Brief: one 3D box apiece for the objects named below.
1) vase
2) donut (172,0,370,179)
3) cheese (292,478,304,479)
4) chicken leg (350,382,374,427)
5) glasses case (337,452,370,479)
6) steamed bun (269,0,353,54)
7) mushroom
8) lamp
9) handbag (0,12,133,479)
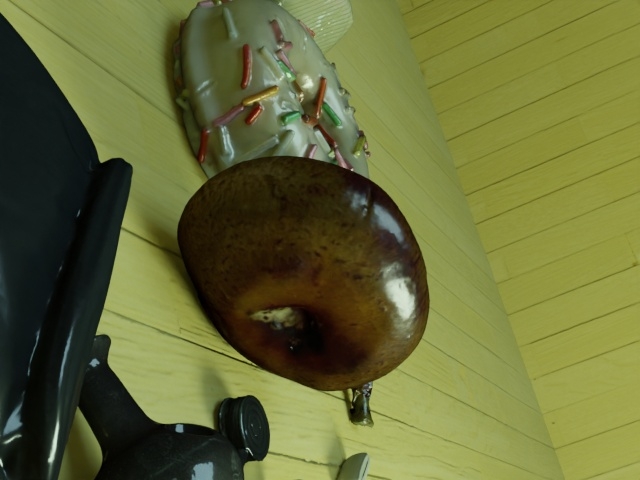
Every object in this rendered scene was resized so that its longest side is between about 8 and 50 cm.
[{"bbox_3d":[-0.138,0.153,0.735,0.183,0.120,0.120,52,14,14],"label":"vase"},{"bbox_3d":[-0.050,-0.158,1.328,0.382,0.142,0.382,54,21,-32],"label":"donut"},{"bbox_3d":[0.027,0.320,0.922,0.249,0.163,0.070,-90,-175,-56],"label":"cheese"},{"bbox_3d":[0.049,0.164,1.348,0.093,0.070,0.178,93,-5,-69],"label":"chicken leg"},{"bbox_3d":[0.040,0.282,1.212,0.083,0.032,0.021,-53,121,-71],"label":"glasses case"},{"bbox_3d":[-0.061,-0.372,1.556,0.152,0.170,0.239,48,8,21],"label":"steamed bun"},{"bbox_3d":[-0.011,0.010,1.026,0.267,0.267,0.254,41,49,-55],"label":"mushroom"},{"bbox_3d":[-0.047,0.257,0.847,0.371,0.108,0.130,-70,138,-67],"label":"lamp"},{"bbox_3d":[-0.194,0.034,0.572,0.275,0.178,0.302,56,20,-32],"label":"handbag"}]
